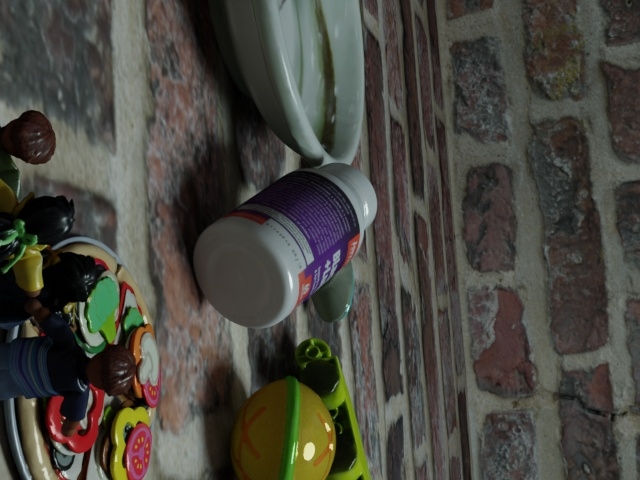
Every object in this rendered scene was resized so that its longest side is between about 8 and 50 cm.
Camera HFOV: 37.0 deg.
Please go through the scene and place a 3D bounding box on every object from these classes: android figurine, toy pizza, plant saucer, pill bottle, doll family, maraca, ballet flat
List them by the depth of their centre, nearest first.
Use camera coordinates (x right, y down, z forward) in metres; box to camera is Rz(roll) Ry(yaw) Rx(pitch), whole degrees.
[{"bbox_3d":[-0.160,0.016,0.499,0.076,0.111,0.193,-75,155,-52],"label":"doll family"},{"bbox_3d":[-0.150,0.096,0.659,0.201,0.032,0.201,-5,90,-75],"label":"toy pizza"},{"bbox_3d":[-0.024,-0.005,0.916,0.193,0.108,0.108,-39,125,-50],"label":"pill bottle"},{"bbox_3d":[-0.039,0.199,0.923,0.185,0.099,0.127,116,-16,-69],"label":"maraca"},{"bbox_3d":[-0.043,-0.266,1.049,0.400,0.101,0.400,-5,90,-76],"label":"plant saucer"},{"bbox_3d":[0.022,0.240,1.086,0.273,0.056,0.248,77,-1,-63],"label":"android figurine"},{"bbox_3d":[0.000,0.000,1.214,0.068,0.072,0.213,27,54,-40],"label":"ballet flat"}]
